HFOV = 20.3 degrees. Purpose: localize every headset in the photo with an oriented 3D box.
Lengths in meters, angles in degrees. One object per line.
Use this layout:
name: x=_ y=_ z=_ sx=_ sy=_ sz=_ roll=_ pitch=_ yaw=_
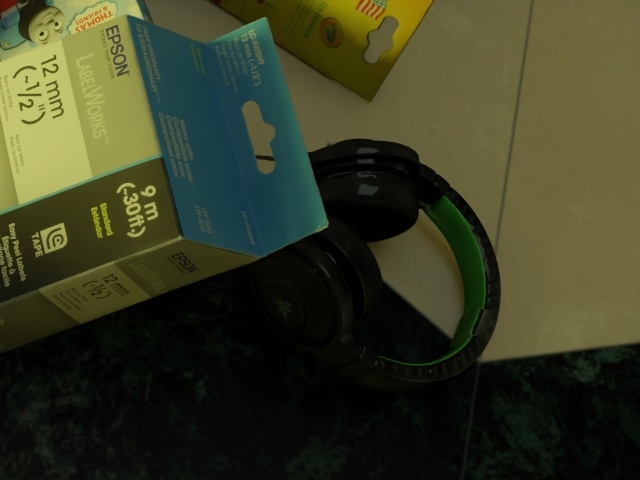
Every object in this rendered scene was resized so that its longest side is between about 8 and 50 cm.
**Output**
headset: x=0.000 y=0.000 z=1.830 sx=0.394 sy=0.185 sz=0.243 roll=36 pitch=56 yaw=-16

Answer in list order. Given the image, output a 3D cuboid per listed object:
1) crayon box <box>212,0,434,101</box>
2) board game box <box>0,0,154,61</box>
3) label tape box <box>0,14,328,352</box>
crayon box: x=-0.031 y=-0.309 z=1.935 sx=0.318 sy=0.202 sz=0.081 roll=34 pitch=55 yaw=-1
board game box: x=-0.254 y=-0.214 z=1.839 sx=0.160 sy=0.039 sz=0.211 roll=-27 pitch=69 yaw=9
label tape box: x=-0.195 y=-0.072 z=1.684 sx=0.348 sy=0.115 sz=0.249 roll=-21 pitch=65 yaw=10
